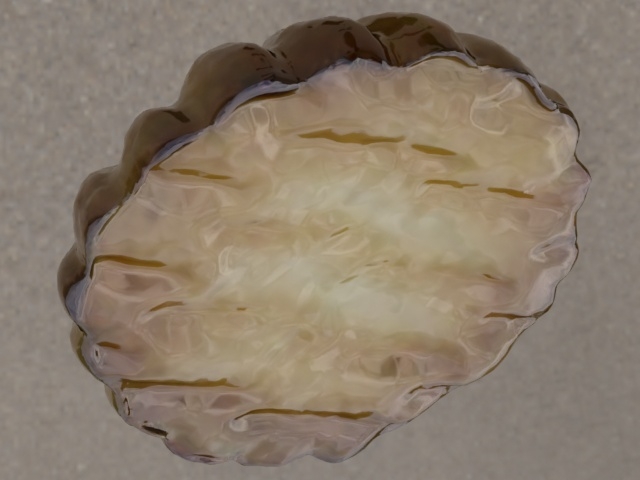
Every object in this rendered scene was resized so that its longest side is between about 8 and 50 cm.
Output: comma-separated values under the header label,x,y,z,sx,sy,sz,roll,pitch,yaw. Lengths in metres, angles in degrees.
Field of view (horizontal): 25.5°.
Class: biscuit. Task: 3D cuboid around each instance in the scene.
label,x,y,z,sx,sy,sz,roll,pitch,yaw
biscuit,0.000,0.000,0.845,0.326,0.107,0.325,-14,136,-14
